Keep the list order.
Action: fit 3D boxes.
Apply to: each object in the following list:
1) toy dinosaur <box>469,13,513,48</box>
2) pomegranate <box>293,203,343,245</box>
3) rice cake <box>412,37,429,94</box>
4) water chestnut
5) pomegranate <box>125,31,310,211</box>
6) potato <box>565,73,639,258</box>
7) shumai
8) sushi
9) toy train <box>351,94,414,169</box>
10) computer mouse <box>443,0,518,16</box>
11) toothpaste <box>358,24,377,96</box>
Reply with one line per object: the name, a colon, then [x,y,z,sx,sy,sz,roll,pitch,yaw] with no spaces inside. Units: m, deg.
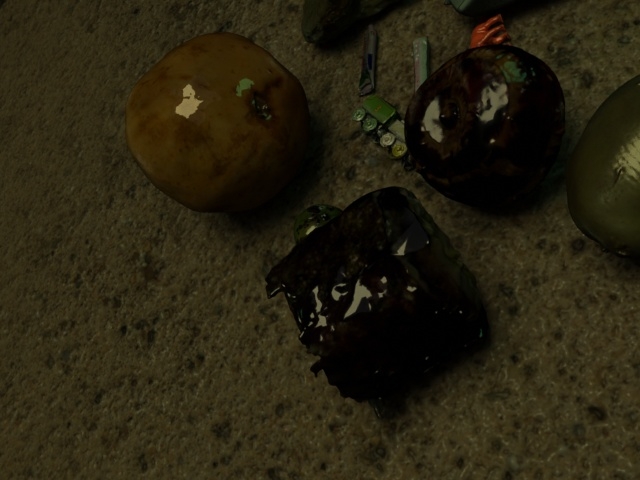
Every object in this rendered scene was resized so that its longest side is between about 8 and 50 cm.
toy dinosaur: [0.323,-0.373,1.767,0.101,0.055,0.280,-24,39,32]
pomegranate: [0.000,0.000,1.779,0.161,0.122,0.122,117,145,-45]
rice cake: [0.204,-0.324,1.848,0.033,0.033,0.208,-7,63,21]
water chestnut: [0.304,-0.196,1.584,0.300,0.300,0.300,-16,58,28]
pomegranate: [-0.226,-0.229,1.892,0.410,0.410,0.410,-16,58,28]
potato: [0.520,-0.130,1.398,0.326,0.221,0.243,-44,51,14]
shumai: [0.078,-0.538,2.006,0.272,0.203,0.222,136,145,-57]
sushi: [0.106,0.095,1.528,0.294,0.299,0.281,-37,28,11]
toy train: [0.142,-0.219,1.818,0.081,0.060,0.202,-43,51,1]
computer mouse: [0.395,-0.557,1.761,0.370,0.122,0.188,-21,38,24]
toothpaste: [0.104,-0.390,1.958,0.045,0.028,0.170,-15,61,41]
